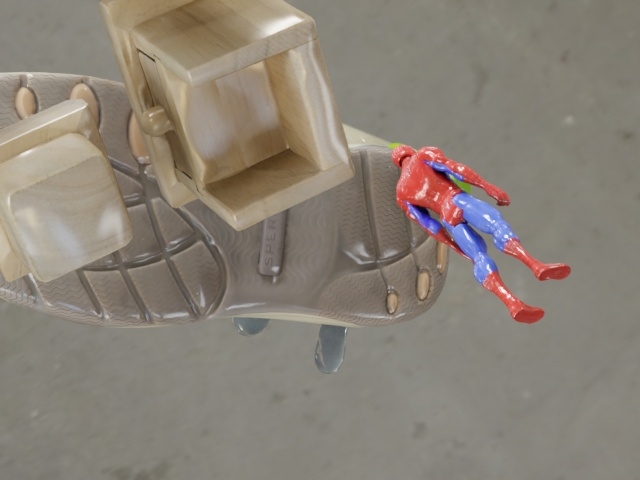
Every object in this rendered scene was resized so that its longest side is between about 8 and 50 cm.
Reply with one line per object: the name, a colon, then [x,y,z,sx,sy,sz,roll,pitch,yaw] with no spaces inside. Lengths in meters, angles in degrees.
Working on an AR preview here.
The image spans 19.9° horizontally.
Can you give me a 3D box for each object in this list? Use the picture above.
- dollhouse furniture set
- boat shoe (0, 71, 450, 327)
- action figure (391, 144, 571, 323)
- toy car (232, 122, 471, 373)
dollhouse furniture set: [-0.210,-0.097,0.552,0.355,0.174,0.303,-26,120,-15]
boat shoe: [-0.095,-0.011,1.031,0.355,0.130,0.132,12,83,-32]
action figure: [0.066,-0.009,0.814,0.030,0.038,0.115,0,36,-42]
toy car: [0.000,0.000,1.411,0.149,0.155,0.188,15,99,-61]
